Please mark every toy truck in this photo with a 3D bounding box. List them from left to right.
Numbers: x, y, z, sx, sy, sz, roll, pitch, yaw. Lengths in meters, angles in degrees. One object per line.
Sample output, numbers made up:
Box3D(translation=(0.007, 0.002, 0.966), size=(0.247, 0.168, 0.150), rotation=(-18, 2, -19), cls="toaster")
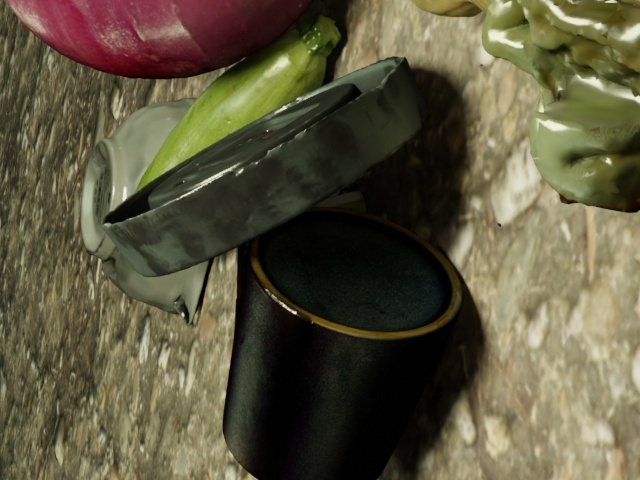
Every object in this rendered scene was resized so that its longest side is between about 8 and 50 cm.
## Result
Box3D(translation=(0.000, 0.000, 1.076), size=(0.111, 0.076, 0.077), rotation=(-32, 77, 61), cls="toy truck")

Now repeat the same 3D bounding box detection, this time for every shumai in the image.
Box3D(translation=(0.187, -0.134, 0.622), size=(0.256, 0.189, 0.218), rotation=(34, 135, 45), cls="shumai")

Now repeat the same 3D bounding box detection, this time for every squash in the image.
Box3D(translation=(-0.094, -0.098, 1.231), size=(0.370, 0.118, 0.118), rotation=(-44, 47, 46), cls="squash")

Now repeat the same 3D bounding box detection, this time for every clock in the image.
Box3D(translation=(-0.044, -0.060, 0.961), size=(0.055, 0.280, 0.280), rotation=(61, 157, -11), cls="clock")

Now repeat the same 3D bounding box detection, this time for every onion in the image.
Box3D(translation=(-0.151, -0.323, 1.101), size=(0.345, 0.358, 0.358), rotation=(10, -96, -80), cls="onion")

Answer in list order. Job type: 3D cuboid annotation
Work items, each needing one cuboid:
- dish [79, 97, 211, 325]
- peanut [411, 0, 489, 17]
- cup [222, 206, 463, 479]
Box3D(translation=(-0.224, -0.045, 1.491), size=(0.303, 0.120, 0.303), rotation=(-24, 63, 61), cls="dish")
Box3D(translation=(0.113, -0.206, 0.830), size=(0.120, 0.110, 0.236), rotation=(-55, 40, 11), cls="peanut")
Box3D(translation=(0.008, 0.071, 0.966), size=(0.239, 0.166, 0.177), rotation=(-93, 15, -56), cls="cup")
